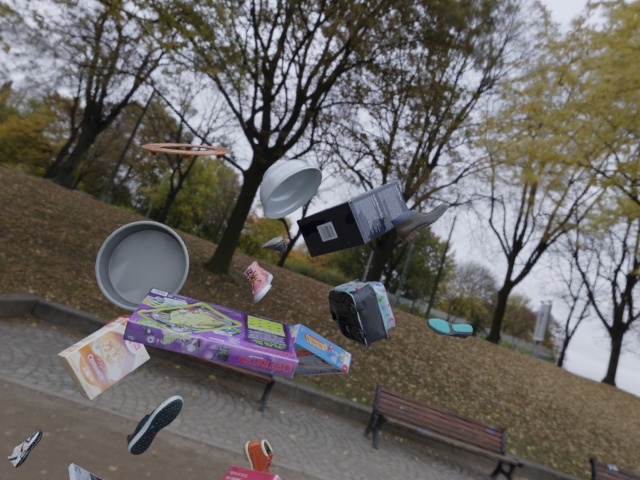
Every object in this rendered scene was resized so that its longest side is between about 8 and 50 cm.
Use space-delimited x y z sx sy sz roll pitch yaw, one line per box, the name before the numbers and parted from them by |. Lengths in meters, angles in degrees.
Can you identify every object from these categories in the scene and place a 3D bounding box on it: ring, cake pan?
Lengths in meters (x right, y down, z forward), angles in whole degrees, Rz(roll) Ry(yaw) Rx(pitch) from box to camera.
ring | -0.535 -0.358 1.625 0.337 0.032 0.336 4 17 -1
cake pan | -0.575 0.084 1.326 0.293 0.293 0.054 20 -11 0

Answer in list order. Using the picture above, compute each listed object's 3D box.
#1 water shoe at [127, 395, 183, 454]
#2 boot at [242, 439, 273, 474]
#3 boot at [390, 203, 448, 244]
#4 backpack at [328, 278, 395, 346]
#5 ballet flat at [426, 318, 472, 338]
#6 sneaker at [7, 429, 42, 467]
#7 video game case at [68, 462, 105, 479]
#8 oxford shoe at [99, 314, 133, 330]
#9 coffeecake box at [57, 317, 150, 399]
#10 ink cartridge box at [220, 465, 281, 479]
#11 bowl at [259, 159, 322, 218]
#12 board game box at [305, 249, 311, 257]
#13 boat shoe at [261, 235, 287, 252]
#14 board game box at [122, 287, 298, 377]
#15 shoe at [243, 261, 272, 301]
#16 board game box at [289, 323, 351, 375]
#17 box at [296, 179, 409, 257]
water shoe | -0.516 0.551 1.245 0.080 0.203 0.073 21 -28 49
boot | -0.177 0.702 1.270 0.085 0.157 0.059 -23 0 15
boot | 0.371 -0.092 1.519 0.106 0.219 0.082 50 -2 1
backpack | 0.141 0.259 1.501 0.191 0.225 0.253 -19 4 -27
ballet flat | 0.537 0.378 1.703 0.203 0.074 0.074 9 -10 -7
sneaker | -0.863 0.601 1.180 0.044 0.109 0.040 31 -18 10
video game case | -0.820 0.885 1.453 0.173 0.022 0.190 47 -27 -23
oxford shoe | -0.693 0.322 1.478 0.098 0.096 0.271 -35 -8 32
coffeecake box | -0.608 0.329 1.149 0.068 0.185 0.142 -6 -69 40
ink cartridge box | -0.177 0.684 0.744 0.161 0.385 0.279 -12 -71 36
bowl | -0.148 -0.236 1.687 0.134 0.298 0.298 50 -2 18
board game box | 0.000 0.000 1.989 0.039 0.124 0.259 18 16 13
boat shoe | -0.194 0.028 1.713 0.065 0.075 0.206 57 -21 -9
board game box | -0.230 0.201 0.905 0.347 0.056 0.208 18 3 -13
shoe | -0.193 0.120 1.208 0.081 0.063 0.178 42 9 -10
board game box | -0.078 0.490 1.776 0.302 0.086 0.308 38 -38 -26
box | 0.137 -0.087 1.691 0.313 0.178 0.343 -28 7 -39
